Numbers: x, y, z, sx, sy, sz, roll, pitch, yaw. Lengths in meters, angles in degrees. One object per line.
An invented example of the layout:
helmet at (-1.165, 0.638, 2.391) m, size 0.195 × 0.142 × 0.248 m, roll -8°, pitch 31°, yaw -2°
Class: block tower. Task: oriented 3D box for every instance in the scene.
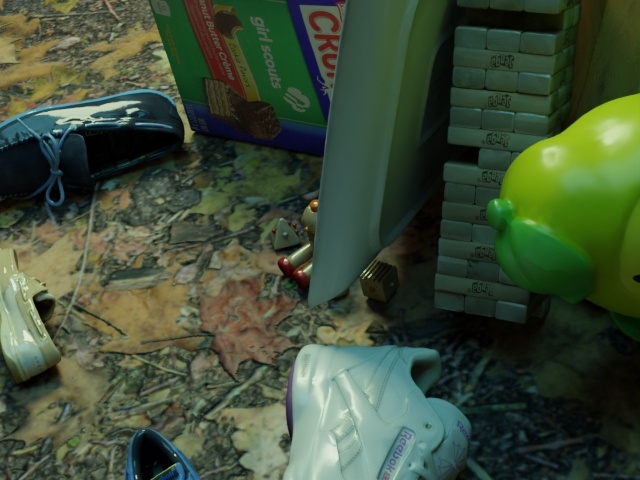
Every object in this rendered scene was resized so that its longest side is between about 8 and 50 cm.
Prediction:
block tower at (0.165, -0.089, 1.061) m, size 0.091 × 0.335 × 0.097 m, roll 9°, pitch 20°, yaw 23°

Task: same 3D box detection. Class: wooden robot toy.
wooden robot toy at (0.000, 0.000, 1.201) m, size 0.076 × 0.079 × 0.173 m, roll -33°, pitch 44°, yaw -24°

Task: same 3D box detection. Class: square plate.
square plate at (0.092, -0.150, 1.099) m, size 0.049 × 0.344 × 0.347 m, roll 18°, pitch 32°, yaw 18°

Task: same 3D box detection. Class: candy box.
candy box at (-0.019, -0.226, 1.323) m, size 0.317 × 0.268 × 0.122 m, roll 12°, pitch 49°, yaw 26°

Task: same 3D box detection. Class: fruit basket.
fruit basket at (0.325, -0.036, 0.939) m, size 0.283 × 0.392 × 0.392 m, roll 22°, pitch 51°, yaw 34°

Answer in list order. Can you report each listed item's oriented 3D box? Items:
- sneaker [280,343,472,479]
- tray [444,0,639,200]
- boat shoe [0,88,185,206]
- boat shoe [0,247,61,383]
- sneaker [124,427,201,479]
sneaker at (0.044, 0.187, 0.943) m, size 0.152 × 0.114 × 0.305 m, roll -7°, pitch 40°, yaw 8°
tray at (0.243, -0.178, 1.096) m, size 0.076 × 0.411 × 0.203 m, roll -12°, pitch 32°, yaw -40°
boat shoe at (-0.281, -0.108, 1.379) m, size 0.258 × 0.109 × 0.089 m, roll -25°, pitch 45°, yaw -12°
boat shoe at (-0.294, 0.070, 1.212) m, size 0.059 × 0.063 × 0.170 m, roll -16°, pitch 49°, yaw -9°
sneaker at (-0.110, 0.235, 0.954) m, size 0.069 × 0.082 × 0.209 m, roll -21°, pitch 42°, yaw -14°
